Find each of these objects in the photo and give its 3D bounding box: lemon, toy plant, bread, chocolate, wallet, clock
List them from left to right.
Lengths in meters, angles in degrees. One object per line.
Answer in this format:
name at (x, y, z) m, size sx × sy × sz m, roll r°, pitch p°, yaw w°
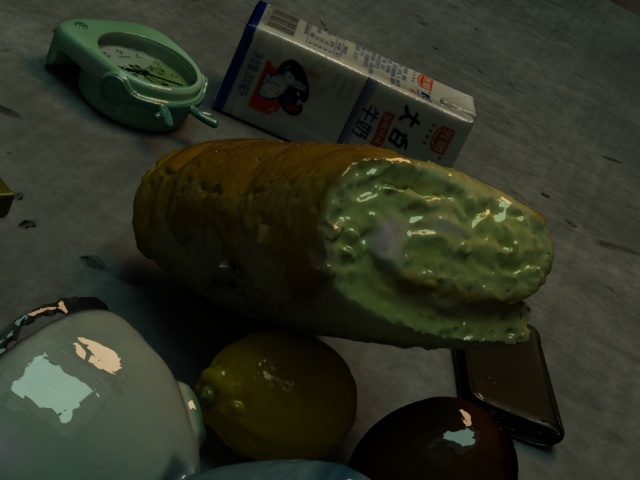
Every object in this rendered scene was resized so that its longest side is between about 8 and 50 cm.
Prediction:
clock at (-0.213, -0.186, 1.610) m, size 0.159 × 0.066 × 0.211 m, roll -5°, pitch 40°, yaw -46°
toy plant at (-0.075, 0.211, 0.812) m, size 0.332 × 0.247 × 0.247 m, roll 31°, pitch 26°, yaw 17°
lemon at (-0.037, 0.131, 1.140) m, size 0.155 × 0.114 × 0.114 m, roll 12°, pitch 29°, yaw -37°
bread at (0.000, 0.000, 1.197) m, size 0.236 × 0.165 × 0.375 m, roll 13°, pitch -1°, yaw -32°
chocolate at (0.090, 0.199, 1.163) m, size 0.133 × 0.127 × 0.124 m, roll -10°, pitch 12°, yaw -32°
wallet at (0.192, 0.135, 1.427) m, size 0.110 × 0.031 × 0.198 m, roll 21°, pitch 26°, yaw -9°

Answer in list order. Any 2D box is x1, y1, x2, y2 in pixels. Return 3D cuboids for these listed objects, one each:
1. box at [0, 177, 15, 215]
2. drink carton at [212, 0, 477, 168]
box at (-0.394, -0.086, 1.308) m, size 0.121 × 0.030 × 0.193 m, roll -5°, pitch 41°, yaw -47°
drink carton at (0.034, -0.178, 1.745) m, size 0.314 × 0.131 × 0.107 m, roll 23°, pitch 28°, yaw -6°
